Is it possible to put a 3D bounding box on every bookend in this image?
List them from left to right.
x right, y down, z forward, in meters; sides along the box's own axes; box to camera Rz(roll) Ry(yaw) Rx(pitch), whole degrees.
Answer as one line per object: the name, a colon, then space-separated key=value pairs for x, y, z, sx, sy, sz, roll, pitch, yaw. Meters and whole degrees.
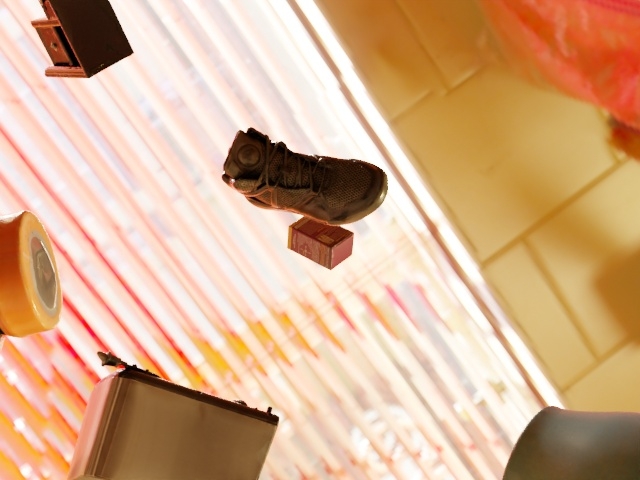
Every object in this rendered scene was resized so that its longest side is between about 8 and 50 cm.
bookend: x=-0.330 y=-0.293 z=1.496 sx=0.156 sy=0.072 sz=0.157 roll=14 pitch=133 yaw=56

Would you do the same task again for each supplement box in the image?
supplement box: x=0.000 y=0.000 z=1.709 sx=0.083 sy=0.055 sz=0.043 roll=27 pitch=131 yaw=29

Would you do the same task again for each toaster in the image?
toaster: x=-0.149 y=0.194 z=1.101 sx=0.185 sy=0.110 sz=0.168 roll=20 pitch=158 yaw=-14

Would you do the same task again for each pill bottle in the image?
pill bottle: x=-0.312 y=0.045 z=0.825 sx=0.130 sy=0.245 sz=0.130 roll=-12 pitch=-90 yaw=-88

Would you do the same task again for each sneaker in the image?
sneaker: x=-0.033 y=-0.078 z=1.442 sx=0.227 sy=0.087 sz=0.130 roll=11 pitch=171 yaw=36

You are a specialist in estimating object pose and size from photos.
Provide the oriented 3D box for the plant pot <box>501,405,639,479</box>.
plant pot: x=0.370 y=0.331 z=1.455 sx=0.255 sy=0.272 sz=0.272 roll=17 pitch=155 yaw=33
